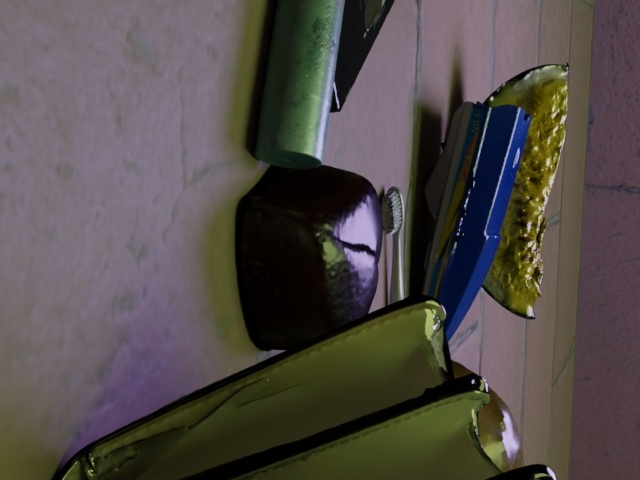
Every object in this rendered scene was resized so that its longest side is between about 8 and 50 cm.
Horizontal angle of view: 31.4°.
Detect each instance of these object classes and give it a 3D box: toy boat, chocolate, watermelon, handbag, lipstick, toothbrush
[{"bbox_3d":[0.147,-0.005,1.232,0.129,0.088,0.295,0,105,-72],"label":"toy boat"},{"bbox_3d":[0.000,0.000,0.792,0.125,0.080,0.148,62,38,-58],"label":"chocolate"},{"bbox_3d":[0.218,-0.066,1.334,0.123,0.129,0.301,5,94,-69],"label":"watermelon"},{"bbox_3d":[0.011,0.232,0.651,0.160,0.237,0.358,-116,-171,-47],"label":"handbag"},{"bbox_3d":[-0.011,-0.130,0.778,0.048,0.048,0.157,37,59,-68],"label":"lipstick"},{"bbox_3d":[0.076,0.083,1.124,0.025,0.020,0.286,-39,131,-54],"label":"toothbrush"}]

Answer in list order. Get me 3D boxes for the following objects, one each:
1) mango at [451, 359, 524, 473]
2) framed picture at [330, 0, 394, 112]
[{"bbox_3d":[0.060,0.215,0.900,0.176,0.176,0.329,-61,167,-46],"label":"mango"},{"bbox_3d":[0.020,-0.300,0.890,0.244,0.013,0.323,-65,153,-45],"label":"framed picture"}]
